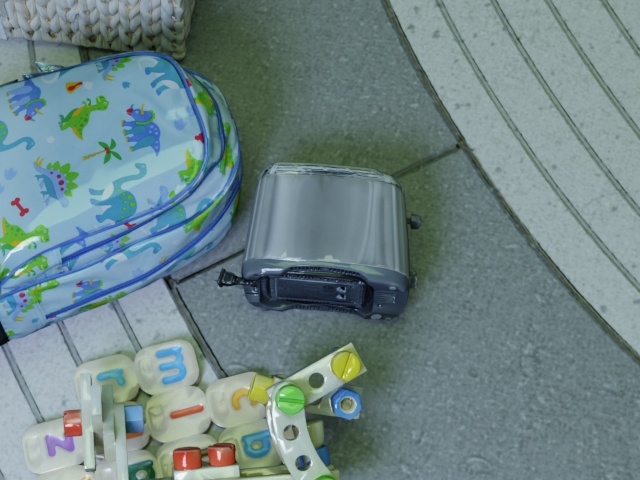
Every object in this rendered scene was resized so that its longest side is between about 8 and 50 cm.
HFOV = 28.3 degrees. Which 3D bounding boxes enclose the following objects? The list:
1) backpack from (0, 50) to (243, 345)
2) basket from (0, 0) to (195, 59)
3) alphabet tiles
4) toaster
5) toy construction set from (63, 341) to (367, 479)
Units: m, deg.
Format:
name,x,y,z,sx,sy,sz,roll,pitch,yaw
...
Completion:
name,x,y,z,sx,sy,sz,roll,pitch,yaw
backpack,-0.259,-0.063,1.420,0.356,0.273,0.290,-10,61,-19
basket,-0.266,-0.439,1.520,0.266,0.328,0.331,9,67,-2
alphabet tiles,-0.177,0.254,1.391,0.278,0.021,0.284,-14,68,-7
toaster,0.000,0.000,1.446,0.227,0.129,0.146,4,63,3
toy construction set,-0.111,0.220,1.314,0.328,0.151,0.215,-3,92,6
